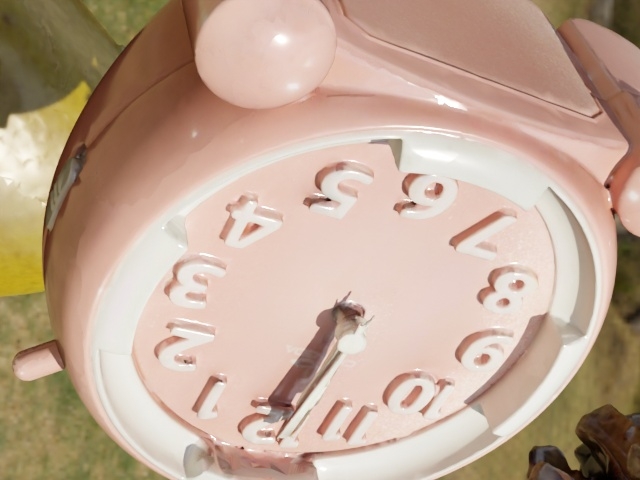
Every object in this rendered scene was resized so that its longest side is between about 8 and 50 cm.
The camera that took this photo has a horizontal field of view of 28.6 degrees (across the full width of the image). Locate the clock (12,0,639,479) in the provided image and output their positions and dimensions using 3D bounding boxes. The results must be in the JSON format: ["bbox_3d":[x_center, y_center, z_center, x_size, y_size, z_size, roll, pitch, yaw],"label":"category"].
[{"bbox_3d":[0.000,0.000,0.510,0.241,0.227,0.142,-60,-152,29],"label":"clock"}]

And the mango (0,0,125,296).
[{"bbox_3d":[-0.290,-0.122,0.824,0.301,0.445,0.220,-58,-155,10],"label":"mango"}]

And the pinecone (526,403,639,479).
[{"bbox_3d":[0.149,0.179,0.567,0.184,0.179,0.205,-88,179,-85],"label":"pinecone"}]
